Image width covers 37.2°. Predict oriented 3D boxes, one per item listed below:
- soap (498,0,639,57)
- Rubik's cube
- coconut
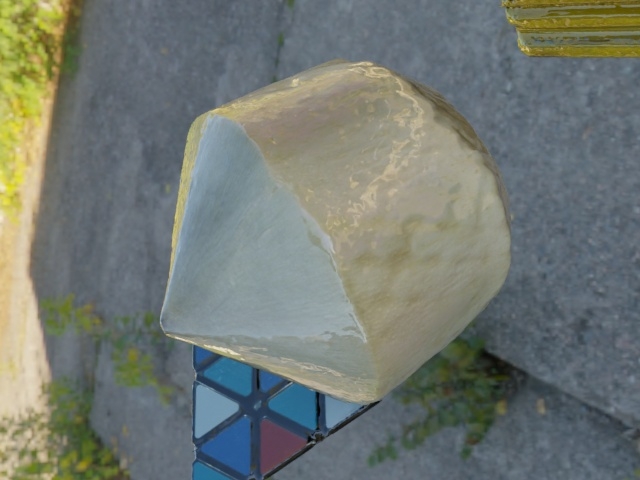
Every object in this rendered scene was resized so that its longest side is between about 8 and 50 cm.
[{"bbox_3d":[0.378,-0.314,1.145,0.324,0.204,0.096,7,65,29],"label":"soap"},{"bbox_3d":[-0.064,0.280,1.272,0.284,0.234,0.250,18,73,22],"label":"Rubik's cube"},{"bbox_3d":[0.000,0.000,0.844,0.329,0.328,0.329,-10,79,60],"label":"coconut"}]
